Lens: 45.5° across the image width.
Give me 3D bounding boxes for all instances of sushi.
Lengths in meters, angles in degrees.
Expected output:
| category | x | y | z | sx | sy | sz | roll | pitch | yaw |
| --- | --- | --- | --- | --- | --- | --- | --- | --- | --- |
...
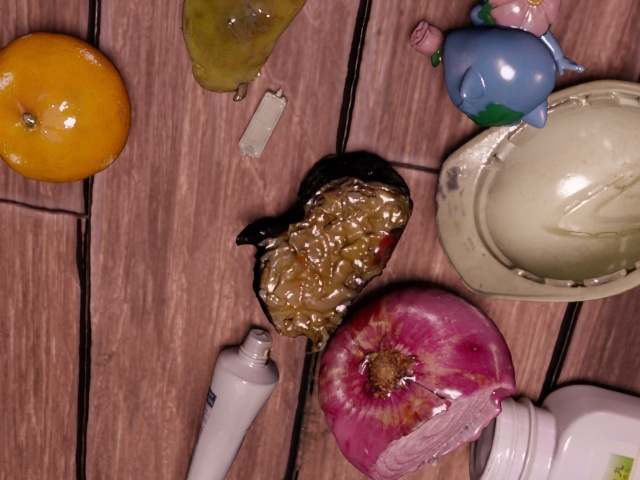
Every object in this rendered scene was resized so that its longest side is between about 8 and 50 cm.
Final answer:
| category | x | y | z | sx | sy | sz | roll | pitch | yaw |
| --- | --- | --- | --- | --- | --- | --- | --- | --- | --- |
| sushi | 0.000 | 0.000 | 0.811 | 0.147 | 0.115 | 0.212 | 37 | 112 | -9 |

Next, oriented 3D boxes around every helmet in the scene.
| category | x | y | z | sx | sy | sz | roll | pitch | yaw |
| --- | --- | --- | --- | --- | --- | --- | --- | --- | --- |
| helmet | 0.259 | -0.035 | 0.756 | 0.258 | 0.137 | 0.204 | -17 | 72 | 30 |

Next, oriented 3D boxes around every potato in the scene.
| category | x | y | z | sx | sy | sz | roll | pitch | yaw |
| --- | --- | --- | --- | --- | --- | --- | --- | --- | --- |
| potato | -0.070 | -0.243 | 0.734 | 0.117 | 0.090 | 0.225 | 22 | 120 | -9 |

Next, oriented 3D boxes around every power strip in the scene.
| category | x | y | z | sx | sy | sz | roll | pitch | yaw |
| --- | --- | --- | --- | --- | --- | --- | --- | --- | --- |
| power strip | -0.060 | -0.127 | 0.819 | 0.027 | 0.017 | 0.083 | 29 | 113 | -6 |

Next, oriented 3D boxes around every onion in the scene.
| category | x | y | z | sx | sy | sz | roll | pitch | yaw |
| --- | --- | --- | --- | --- | --- | --- | --- | --- | --- |
| onion | 0.093 | 0.142 | 0.825 | 0.201 | 0.200 | 0.207 | 33 | 126 | -7 |

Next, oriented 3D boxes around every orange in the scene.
| category | x | y | z | sx | sy | sz | roll | pitch | yaw |
| --- | --- | --- | --- | --- | --- | --- | --- | --- | --- |
| orange | -0.275 | -0.134 | 0.785 | 0.156 | 0.124 | 0.156 | 2 | 115 | 4 |

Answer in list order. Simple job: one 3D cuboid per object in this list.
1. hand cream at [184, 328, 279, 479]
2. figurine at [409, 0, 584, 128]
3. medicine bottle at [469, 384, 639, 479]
| category | x | y | z | sx | sy | sz | roll | pitch | yaw |
| --- | --- | --- | --- | --- | --- | --- | --- | --- | --- |
| hand cream | -0.126 | 0.259 | 0.937 | 0.078 | 0.124 | 0.340 | 20 | 109 | -3 |
| figurine | 0.167 | -0.196 | 0.725 | 0.114 | 0.144 | 0.178 | 11 | 95 | -37 |
| medicine bottle | 0.341 | 0.268 | 0.875 | 0.324 | 0.124 | 0.179 | 13 | 111 | 0 |
